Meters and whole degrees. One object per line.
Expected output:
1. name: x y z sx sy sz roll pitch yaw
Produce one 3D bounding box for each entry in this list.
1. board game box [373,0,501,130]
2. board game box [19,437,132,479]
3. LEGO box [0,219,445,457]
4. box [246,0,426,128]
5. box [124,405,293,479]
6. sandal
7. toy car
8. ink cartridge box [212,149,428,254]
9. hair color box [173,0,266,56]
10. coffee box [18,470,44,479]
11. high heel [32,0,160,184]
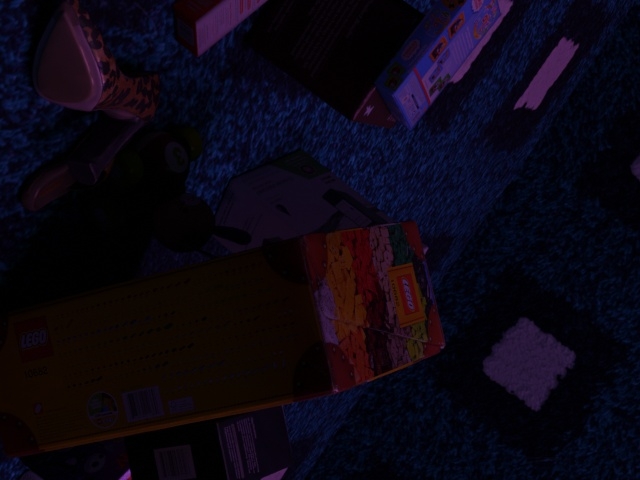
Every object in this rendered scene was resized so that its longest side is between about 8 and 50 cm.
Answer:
1. board game box: 0.163 -0.264 1.791 0.211 0.039 0.160 -51 162 -2
2. board game box: -0.293 0.264 2.072 0.347 0.208 0.056 -45 141 -22
3. LEGO box: -0.139 0.127 1.764 0.500 0.193 0.372 -14 178 25
4. box: 0.042 -0.284 1.851 0.168 0.203 0.167 -56 162 13
5. box: -0.145 0.276 1.724 0.156 0.093 0.158 -12 177 30
6. sandal: -0.296 -0.089 1.646 0.180 0.049 0.072 -42 159 -28
7. toy car: -0.186 -0.044 1.770 0.155 0.188 0.149 -28 151 -51
8. ink cartridge box: 0.000 0.000 2.144 0.211 0.289 0.122 -29 151 -51
9. hair color box: -0.122 -0.305 1.670 0.141 0.043 0.072 -43 160 -24
10. coffee box: -0.425 0.635 2.237 0.338 0.334 0.338 -51 162 -4
11. high heel: -0.247 -0.214 1.521 0.261 0.093 0.186 92 21 -48
